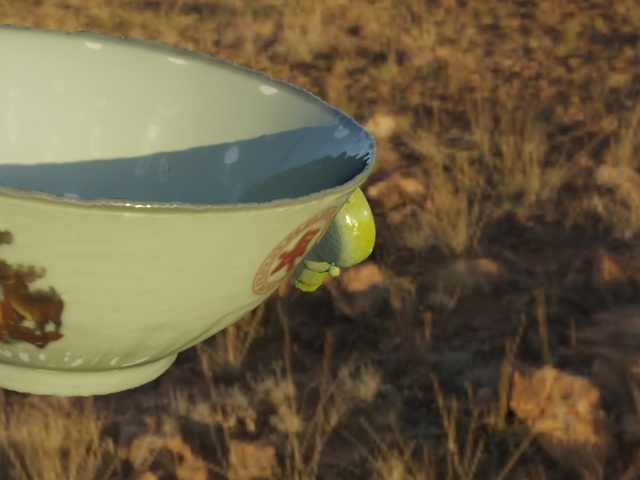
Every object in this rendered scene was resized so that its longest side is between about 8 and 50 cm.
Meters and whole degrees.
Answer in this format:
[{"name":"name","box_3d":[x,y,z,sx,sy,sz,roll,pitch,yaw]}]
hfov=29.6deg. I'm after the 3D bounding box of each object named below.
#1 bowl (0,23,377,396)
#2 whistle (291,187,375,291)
[{"name":"bowl","box_3d":[-0.146,-0.011,0.695,0.337,0.158,0.337,9,20,-3]},{"name":"whistle","box_3d":[0.000,0.000,1.286,0.057,0.104,0.198,-24,-18,-26]}]
